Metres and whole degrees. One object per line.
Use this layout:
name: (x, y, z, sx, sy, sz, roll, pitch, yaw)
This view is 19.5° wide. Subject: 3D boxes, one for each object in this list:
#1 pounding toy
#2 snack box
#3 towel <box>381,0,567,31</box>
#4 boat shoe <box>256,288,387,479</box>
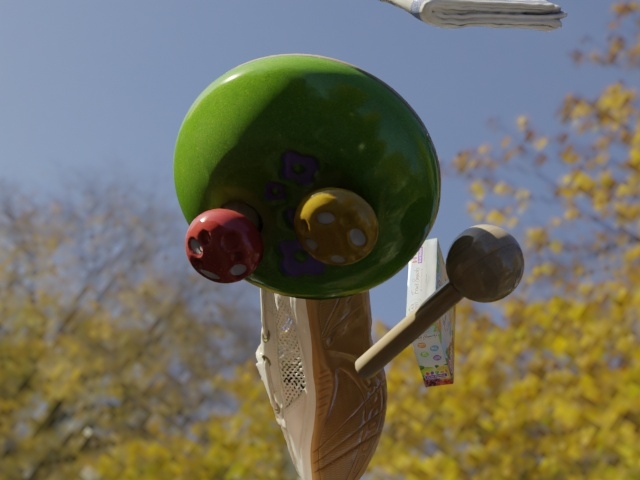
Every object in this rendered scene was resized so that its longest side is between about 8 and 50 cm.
pounding toy: (0.000, 0.000, 1.227, 0.237, 0.110, 0.183, 43, -59, -13)
snack box: (0.125, 0.081, 2.108, 0.037, 0.141, 0.100, -10, -51, 13)
towel: (0.111, -0.281, 2.102, 0.285, 0.209, 0.034, 28, -66, 49)
boat shoe: (-0.008, 0.106, 1.623, 0.096, 0.098, 0.277, 25, -47, 34)
